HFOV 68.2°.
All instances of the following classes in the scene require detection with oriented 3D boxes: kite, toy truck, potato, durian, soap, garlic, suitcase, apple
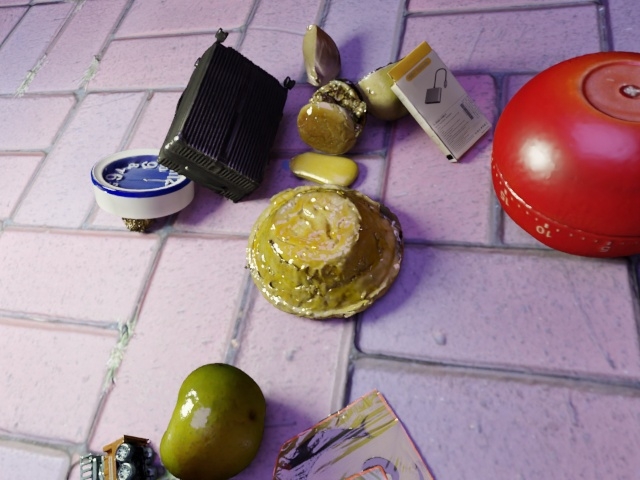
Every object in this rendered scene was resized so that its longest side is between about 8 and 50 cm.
[{"bbox_3d":[0.067,0.434,0.771,0.328,0.013,0.377,7,62,17],"label":"kite"},{"bbox_3d":[-0.355,0.449,0.830,0.115,0.080,0.177,-24,56,6],"label":"toy truck"},{"bbox_3d":[0.182,-0.352,1.134,0.202,0.182,0.117,-24,90,-26],"label":"potato"},{"bbox_3d":[-0.443,-0.062,1.153,0.080,0.080,0.091,-31,47,-5],"label":"durian"},{"bbox_3d":[0.009,-0.172,1.124,0.169,0.033,0.089,21,63,24],"label":"soap"},{"bbox_3d":[0.003,-0.475,1.262,0.087,0.101,0.195,-22,59,39],"label":"garlic"},{"bbox_3d":[-0.219,-0.287,1.118,0.152,0.230,0.335,-25,45,49],"label":"suitcase"},{"bbox_3d":[-0.179,0.310,0.806,0.157,0.196,0.196,19,62,-15],"label":"apple"}]

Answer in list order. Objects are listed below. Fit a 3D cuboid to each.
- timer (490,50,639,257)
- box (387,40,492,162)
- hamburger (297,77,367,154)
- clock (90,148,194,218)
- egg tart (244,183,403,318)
[{"bbox_3d":[0.507,-0.160,0.851,0.378,0.279,0.377,-6,57,9],"label":"timer"},{"bbox_3d":[0.264,-0.308,1.055,0.129,0.033,0.247,-42,98,-11],"label":"box"},{"bbox_3d":[0.035,-0.280,1.095,0.185,0.159,0.131,-13,32,43],"label":"hamburger"},{"bbox_3d":[-0.420,-0.139,1.132,0.231,0.083,0.230,6,33,-4],"label":"clock"},{"bbox_3d":[0.001,0.000,0.969,0.342,0.132,0.341,-5,60,9],"label":"egg tart"}]
